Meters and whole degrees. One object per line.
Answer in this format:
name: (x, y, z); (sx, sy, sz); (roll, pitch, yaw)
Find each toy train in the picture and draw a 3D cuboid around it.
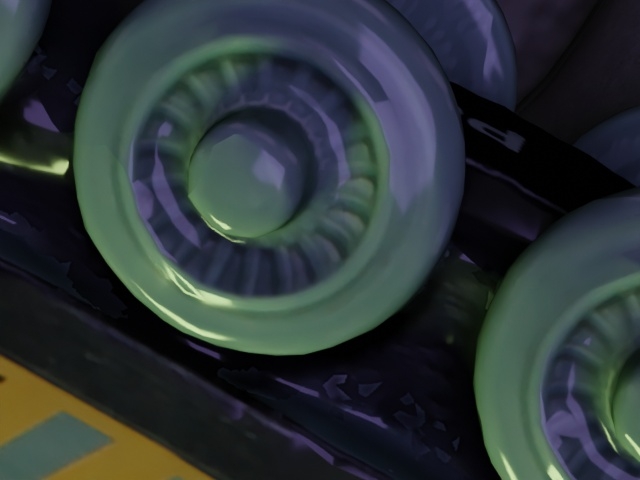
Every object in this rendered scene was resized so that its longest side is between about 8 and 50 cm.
toy train: (-0.027, 0.021, 0.433); (0.334, 0.142, 0.190); (29, 108, 2)

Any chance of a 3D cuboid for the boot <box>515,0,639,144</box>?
boot: (0.000, 0.000, 0.516); (0.161, 0.083, 0.246); (28, 96, -8)
